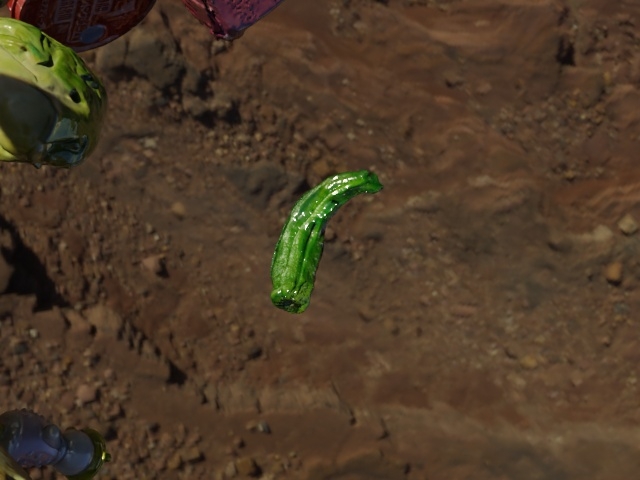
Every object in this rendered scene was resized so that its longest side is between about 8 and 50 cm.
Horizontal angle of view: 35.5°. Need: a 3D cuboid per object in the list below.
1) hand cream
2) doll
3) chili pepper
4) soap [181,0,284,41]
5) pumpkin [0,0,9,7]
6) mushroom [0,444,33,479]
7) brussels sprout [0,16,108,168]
[{"bbox_3d":[-0.353,-0.390,1.430,0.230,0.149,0.230,-24,162,-8],"label":"hand cream"},{"bbox_3d":[-0.362,0.268,1.308,0.207,0.081,0.129,24,141,-39],"label":"doll"},{"bbox_3d":[-0.004,-0.003,0.720,0.118,0.055,0.035,-55,146,-12],"label":"chili pepper"},{"bbox_3d":[-0.101,-0.404,1.350,0.182,0.289,0.112,5,151,25],"label":"soap"},{"bbox_3d":[-0.326,-0.315,0.822,0.139,0.190,0.280,16,88,-68],"label":"pumpkin"},{"bbox_3d":[-0.394,0.206,1.041,0.100,0.312,0.081,34,85,-47],"label":"mushroom"},{"bbox_3d":[-0.365,-0.176,1.260,0.223,0.223,0.161,29,117,-37],"label":"brussels sprout"}]
